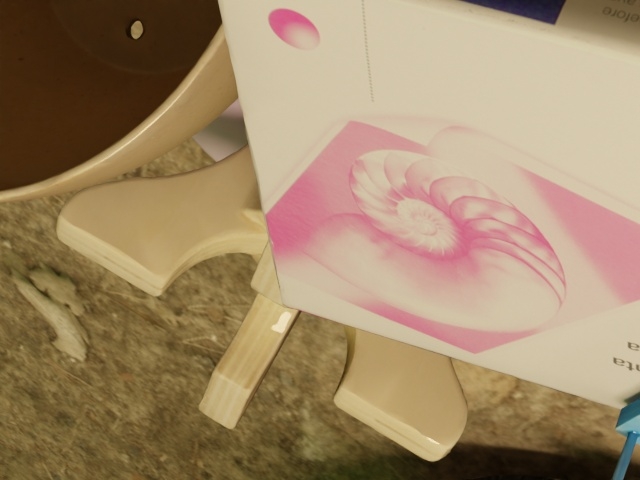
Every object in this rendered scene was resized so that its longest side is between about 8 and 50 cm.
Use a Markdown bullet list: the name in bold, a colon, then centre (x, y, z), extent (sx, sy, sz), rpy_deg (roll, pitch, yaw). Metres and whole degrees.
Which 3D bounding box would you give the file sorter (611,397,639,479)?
- **file sorter**: centre (0.200, 0.132, 0.724), extent (0.170, 0.104, 0.118), rpy_deg (29, 153, -8)

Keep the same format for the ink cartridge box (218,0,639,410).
- **ink cartridge box**: centre (0.131, 0.011, 0.758), extent (0.324, 0.071, 0.330), rpy_deg (16, 148, 19)

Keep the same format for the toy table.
- **toy table**: centre (0.000, 0.000, 1.076), extent (0.274, 0.161, 0.252), rpy_deg (24, 150, 12)

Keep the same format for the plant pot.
- **plant pot**: centre (-0.113, -0.153, 0.872), extent (0.284, 0.284, 0.191), rpy_deg (17, -176, 21)

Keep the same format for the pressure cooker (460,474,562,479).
- **pressure cooker**: centre (0.150, 0.370, 1.307), extent (0.375, 0.370, 0.420), rpy_deg (1, 144, 36)

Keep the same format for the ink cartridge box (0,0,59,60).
- **ink cartridge box**: centre (-0.286, -0.157, 1.047), extent (0.270, 0.198, 0.197), rpy_deg (33, 152, -6)
